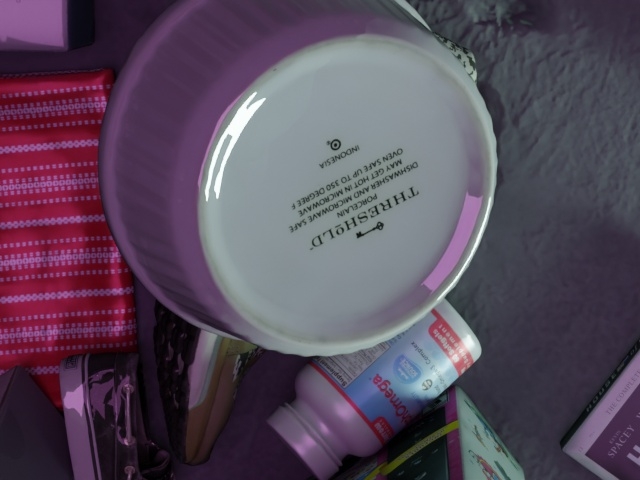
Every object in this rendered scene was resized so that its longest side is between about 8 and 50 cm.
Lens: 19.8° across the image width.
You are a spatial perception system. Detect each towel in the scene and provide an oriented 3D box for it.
[{"bbox_3d":[-0.248,0.006,1.447,0.199,0.031,0.274,-3,99,3],"label":"towel"}]

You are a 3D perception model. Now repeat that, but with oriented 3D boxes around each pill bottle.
[{"bbox_3d":[0.038,0.107,1.398,0.160,0.087,0.087,-43,95,-7],"label":"pill bottle"}]

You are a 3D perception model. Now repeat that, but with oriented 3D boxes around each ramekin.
[{"bbox_3d":[-0.005,-0.047,1.231,0.273,0.127,0.272,-7,108,-22],"label":"ramekin"}]

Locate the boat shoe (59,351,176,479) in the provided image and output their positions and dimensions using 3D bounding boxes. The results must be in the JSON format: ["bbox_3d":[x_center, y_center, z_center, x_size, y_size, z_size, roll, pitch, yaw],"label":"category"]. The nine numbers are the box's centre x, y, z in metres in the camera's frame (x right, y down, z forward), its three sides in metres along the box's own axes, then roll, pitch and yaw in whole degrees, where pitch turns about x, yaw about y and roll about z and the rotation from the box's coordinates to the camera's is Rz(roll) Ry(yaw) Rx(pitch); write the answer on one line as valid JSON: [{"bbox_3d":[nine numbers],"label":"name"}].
[{"bbox_3d":[-0.151,0.189,1.432,0.070,0.078,0.219,-7,113,5],"label":"boat shoe"}]

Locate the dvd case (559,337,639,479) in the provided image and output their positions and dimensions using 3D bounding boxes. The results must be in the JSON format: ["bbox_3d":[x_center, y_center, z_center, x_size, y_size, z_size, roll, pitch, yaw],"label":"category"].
[{"bbox_3d":[0.336,0.162,1.439,0.239,0.029,0.179,35,99,-3],"label":"dvd case"}]

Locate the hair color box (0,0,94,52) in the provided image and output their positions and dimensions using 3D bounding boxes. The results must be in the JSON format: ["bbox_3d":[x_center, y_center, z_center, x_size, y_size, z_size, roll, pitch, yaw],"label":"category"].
[{"bbox_3d":[-0.363,-0.238,1.372,0.375,0.113,0.185,1,99,2],"label":"hair color box"}]

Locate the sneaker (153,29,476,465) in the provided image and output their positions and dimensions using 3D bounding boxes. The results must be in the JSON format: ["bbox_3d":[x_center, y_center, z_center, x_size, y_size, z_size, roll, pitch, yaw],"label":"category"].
[{"bbox_3d":[0.000,0.000,1.386,0.182,0.158,0.410,18,105,-17],"label":"sneaker"}]

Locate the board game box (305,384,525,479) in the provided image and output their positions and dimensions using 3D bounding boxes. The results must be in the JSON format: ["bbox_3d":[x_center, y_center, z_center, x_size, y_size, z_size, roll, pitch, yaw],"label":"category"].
[{"bbox_3d":[0.038,0.232,1.328,0.224,0.303,0.097,-34,97,7],"label":"board game box"}]

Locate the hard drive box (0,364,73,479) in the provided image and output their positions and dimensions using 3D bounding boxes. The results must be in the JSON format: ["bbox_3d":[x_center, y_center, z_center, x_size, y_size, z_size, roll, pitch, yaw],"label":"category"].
[{"bbox_3d":[-0.310,0.219,1.391,0.232,0.181,0.089,-31,109,15],"label":"hard drive box"}]
